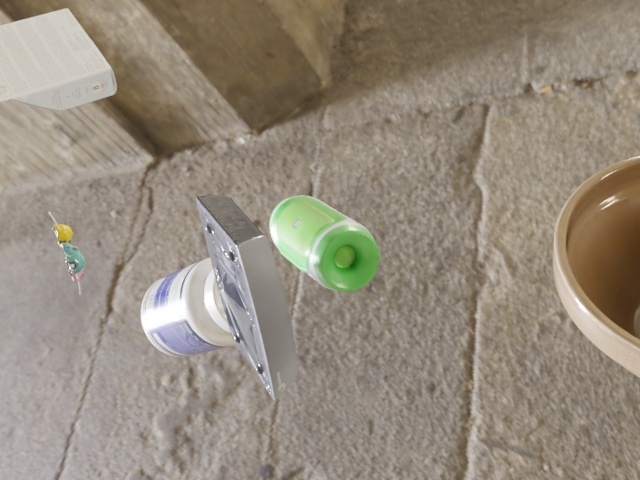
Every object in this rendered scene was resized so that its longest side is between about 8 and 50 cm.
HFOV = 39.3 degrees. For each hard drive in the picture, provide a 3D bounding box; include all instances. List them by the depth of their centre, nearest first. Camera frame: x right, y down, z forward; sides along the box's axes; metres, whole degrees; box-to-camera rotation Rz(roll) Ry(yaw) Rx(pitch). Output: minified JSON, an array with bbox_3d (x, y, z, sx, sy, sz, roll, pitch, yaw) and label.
[{"bbox_3d":[-0.095,0.072,1.204,0.054,0.255,0.172,-22,34,-17],"label":"hard drive"}]

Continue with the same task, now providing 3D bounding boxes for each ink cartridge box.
[{"bbox_3d":[-0.450,-0.256,1.344,0.232,0.066,0.189,-25,53,-20],"label":"ink cartridge box"}]

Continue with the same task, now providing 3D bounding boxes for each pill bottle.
[{"bbox_3d":[-0.186,0.110,1.515,0.264,0.153,0.153,-20,46,54],"label":"pill bottle"}]

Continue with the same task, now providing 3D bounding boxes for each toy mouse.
[{"bbox_3d":[-0.467,0.037,1.702,0.031,0.161,0.143,-21,67,-18],"label":"toy mouse"}]

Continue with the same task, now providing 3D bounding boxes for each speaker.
[{"bbox_3d":[0.000,0.000,1.650,0.131,0.131,0.296,-47,25,-4],"label":"speaker"}]

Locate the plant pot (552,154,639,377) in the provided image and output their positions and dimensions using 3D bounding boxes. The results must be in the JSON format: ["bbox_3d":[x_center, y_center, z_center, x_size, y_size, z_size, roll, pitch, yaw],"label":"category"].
[{"bbox_3d":[0.298,0.044,0.694,0.237,0.110,0.237,-4,43,4],"label":"plant pot"}]
